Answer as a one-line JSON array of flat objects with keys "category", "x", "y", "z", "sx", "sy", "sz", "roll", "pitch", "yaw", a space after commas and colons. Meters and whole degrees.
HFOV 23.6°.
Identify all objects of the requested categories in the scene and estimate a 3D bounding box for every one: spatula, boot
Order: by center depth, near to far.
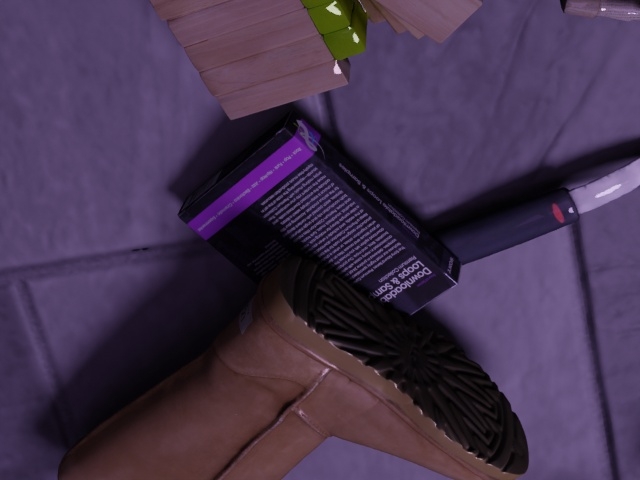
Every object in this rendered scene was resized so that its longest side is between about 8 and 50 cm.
[{"category": "spatula", "x": 0.189, "y": -0.038, "z": 1.015, "sx": 0.296, "sy": 0.030, "sz": 0.084, "roll": -23, "pitch": 112, "yaw": 16}, {"category": "boot", "x": -0.022, "y": 0.150, "z": 1.089, "sx": 0.236, "sy": 0.089, "sz": 0.269, "roll": 38, "pitch": 125, "yaw": -11}]

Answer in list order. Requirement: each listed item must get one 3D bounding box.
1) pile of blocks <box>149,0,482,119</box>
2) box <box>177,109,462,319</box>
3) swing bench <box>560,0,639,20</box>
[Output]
[{"category": "pile of blocks", "x": 0.050, "y": -0.216, "z": 0.889, "sx": 0.149, "sy": 0.112, "sz": 0.362, "roll": 33, "pitch": 129, "yaw": -25}, {"category": "box", "x": 0.000, "y": 0.000, "z": 1.041, "sx": 0.162, "sy": 0.029, "sz": 0.116, "roll": 43, "pitch": 126, "yaw": -15}, {"category": "swing bench", "x": 0.278, "y": -0.239, "z": 0.833, "sx": 0.253, "sy": 0.165, "sz": 0.254, "roll": 10, "pitch": 123, "yaw": -1}]
